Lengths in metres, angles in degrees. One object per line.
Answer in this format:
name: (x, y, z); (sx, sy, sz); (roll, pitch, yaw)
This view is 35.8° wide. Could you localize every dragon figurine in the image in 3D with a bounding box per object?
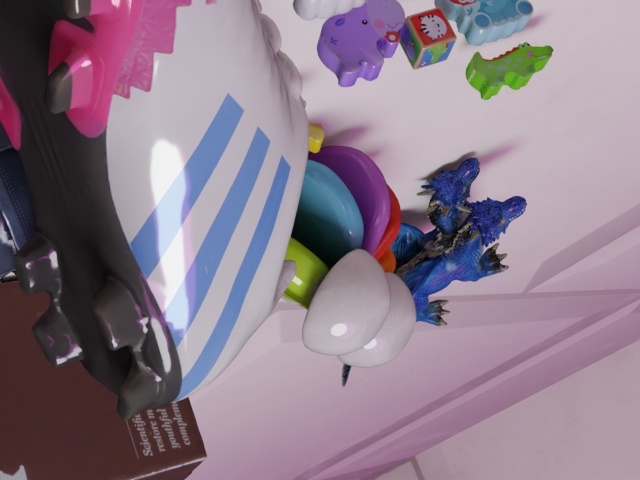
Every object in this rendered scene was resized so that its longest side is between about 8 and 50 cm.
dragon figurine: (0.078, 0.030, 0.915); (0.289, 0.085, 0.144); (-39, 153, 27)

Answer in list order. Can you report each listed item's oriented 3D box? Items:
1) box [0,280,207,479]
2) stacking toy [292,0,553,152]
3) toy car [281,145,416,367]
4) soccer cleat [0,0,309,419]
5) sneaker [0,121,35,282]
box: (-0.215, 0.143, 0.766); (0.167, 0.168, 0.203); (-10, 157, -30)
stacking toy: (0.059, -0.126, 0.556); (0.221, 0.052, 0.167); (-19, 162, -18)
toy car: (0.000, 0.000, 0.709); (0.136, 0.159, 0.182); (-59, 157, -2)
soccer cleat: (-0.068, -0.073, 0.404); (0.143, 0.116, 0.331); (-39, 146, -36)
sneaker: (-0.143, -0.006, 0.560); (0.163, 0.086, 0.226); (-28, 153, -20)
